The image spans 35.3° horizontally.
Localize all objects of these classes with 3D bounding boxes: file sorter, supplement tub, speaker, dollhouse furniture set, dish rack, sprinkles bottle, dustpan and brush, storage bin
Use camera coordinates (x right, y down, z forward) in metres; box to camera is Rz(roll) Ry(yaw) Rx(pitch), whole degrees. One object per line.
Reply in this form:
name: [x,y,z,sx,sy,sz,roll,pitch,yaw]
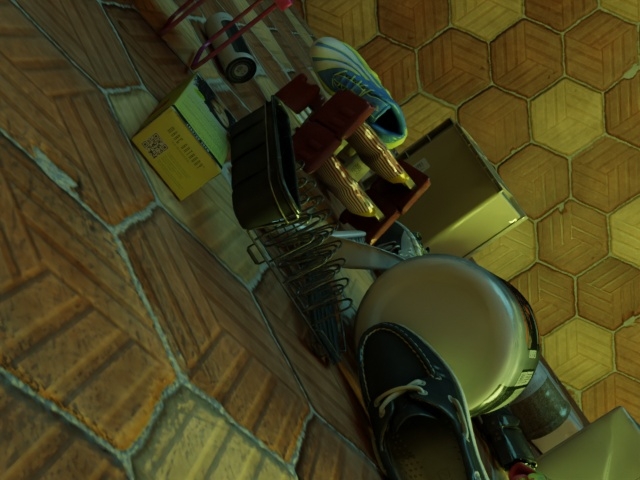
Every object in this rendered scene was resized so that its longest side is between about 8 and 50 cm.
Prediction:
file sorter: [-0.197,-0.411,1.414,0.290,0.182,0.202,50,13,-18]
supplement tub: [0.181,0.134,1.339,0.207,0.207,0.338,58,11,15]
speaker: [-0.152,-0.323,1.680,0.055,0.055,0.136,43,17,-48]
dollhouse furniture set: [0.007,-0.164,1.752,0.201,0.152,0.374,47,-4,-33]
dish rack: [-0.020,-0.003,1.120,0.208,0.074,0.271,-97,161,-54]
sprinkles bottle: [0.359,0.230,2.023,0.355,0.121,0.121,54,11,-6]
dustpan and brush: [0.000,0.000,1.298,0.211,0.060,0.147,0,9,-40]
storage bin: [0.250,-0.086,2.136,0.123,0.262,0.260,39,19,-48]

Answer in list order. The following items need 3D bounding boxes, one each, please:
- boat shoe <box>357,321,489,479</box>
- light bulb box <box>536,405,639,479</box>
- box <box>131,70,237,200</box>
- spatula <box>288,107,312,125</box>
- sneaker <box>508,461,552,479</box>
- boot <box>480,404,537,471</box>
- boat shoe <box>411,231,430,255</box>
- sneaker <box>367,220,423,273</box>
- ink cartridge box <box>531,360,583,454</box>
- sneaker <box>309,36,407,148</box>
boat shoe: [0.110,0.203,1.076,0.302,0.114,0.091,62,7,34]
light bulb box: [0.569,0.529,1.763,0.361,0.225,0.357,38,20,-54]
box: [-0.144,-0.123,1.112,0.087,0.058,0.232,52,12,-16]
spatula: [0.003,-0.210,2.107,0.242,0.019,0.168,51,17,-17]
sneaker: [0.321,0.400,1.514,0.094,0.081,0.208,45,7,-5]
boot: [0.307,0.301,1.741,0.263,0.091,0.228,23,38,-62]
boat shoe: [0.173,0.026,1.942,0.065,0.083,0.183,56,11,4]
sneaker: [0.131,0.042,1.722,0.228,0.086,0.132,60,15,22]
ink cartridge box: [0.481,0.358,2.216,0.172,0.100,0.237,45,14,-41]
sneaker: [0.078,-0.265,1.773,0.240,0.091,0.126,47,-3,-11]
